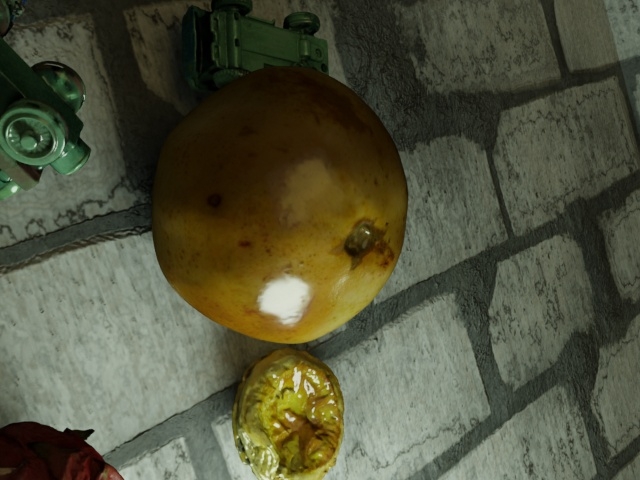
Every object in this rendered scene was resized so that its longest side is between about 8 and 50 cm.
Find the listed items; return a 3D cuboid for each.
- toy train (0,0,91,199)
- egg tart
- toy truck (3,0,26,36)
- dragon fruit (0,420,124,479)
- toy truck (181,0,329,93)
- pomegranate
[{"bbox_3d":[-0.445,-0.175,1.009,0.304,0.221,0.150,50,20,-30],"label":"toy train"},{"bbox_3d":[-0.060,0.299,1.345,0.241,0.106,0.241,12,72,-42],"label":"egg tart"},{"bbox_3d":[-0.490,-0.363,1.058,0.208,0.126,0.113,39,64,-31],"label":"toy truck"},{"bbox_3d":[-0.372,0.334,0.972,0.298,0.244,0.245,16,71,-23],"label":"dragon fruit"},{"bbox_3d":[-0.107,-0.309,1.371,0.278,0.156,0.155,3,81,-41],"label":"toy truck"},{"bbox_3d":[-0.064,-0.057,1.232,0.416,0.416,0.417,9,77,-41],"label":"pomegranate"}]
